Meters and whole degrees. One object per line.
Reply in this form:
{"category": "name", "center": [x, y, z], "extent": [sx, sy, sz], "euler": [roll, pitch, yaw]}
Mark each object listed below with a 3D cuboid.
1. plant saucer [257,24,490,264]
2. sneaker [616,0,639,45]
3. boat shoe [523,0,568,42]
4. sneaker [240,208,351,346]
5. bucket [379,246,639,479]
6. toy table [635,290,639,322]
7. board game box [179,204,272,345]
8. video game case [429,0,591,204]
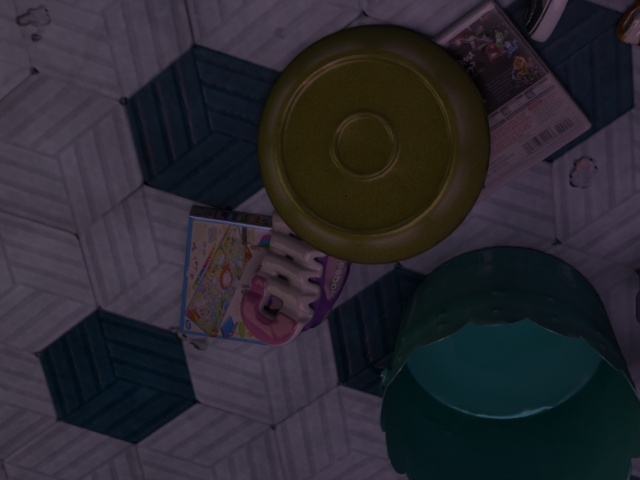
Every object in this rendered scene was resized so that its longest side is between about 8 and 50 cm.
{"category": "plant saucer", "center": [0.047, -0.095, 1.307], "extent": [0.241, 0.037, 0.241], "euler": [1, 93, 14]}
{"category": "sneaker", "center": [0.325, -0.226, 1.280], "extent": [0.037, 0.032, 0.083], "euler": [19, 125, -22]}
{"category": "boat shoe", "center": [0.205, -0.283, 1.239], "extent": [0.083, 0.065, 0.183], "euler": [15, 113, -2]}
{"category": "sneaker", "center": [0.000, 0.000, 1.403], "extent": [0.095, 0.104, 0.236], "euler": [28, 101, 29]}
{"category": "bucket", "center": [0.200, 0.154, 1.413], "extent": [0.281, 0.183, 0.281], "euler": [2, 119, 4]}
{"category": "toy table", "center": [0.467, 0.130, 1.357], "extent": [0.274, 0.252, 0.161], "euler": [1, 104, 18]}
{"category": "board game box", "center": [-0.100, 0.040, 1.463], "extent": [0.103, 0.026, 0.154], "euler": [9, 119, 0]}
{"category": "video game case", "center": [0.151, -0.129, 1.351], "extent": [0.190, 0.022, 0.173], "euler": [-34, 111, 22]}
